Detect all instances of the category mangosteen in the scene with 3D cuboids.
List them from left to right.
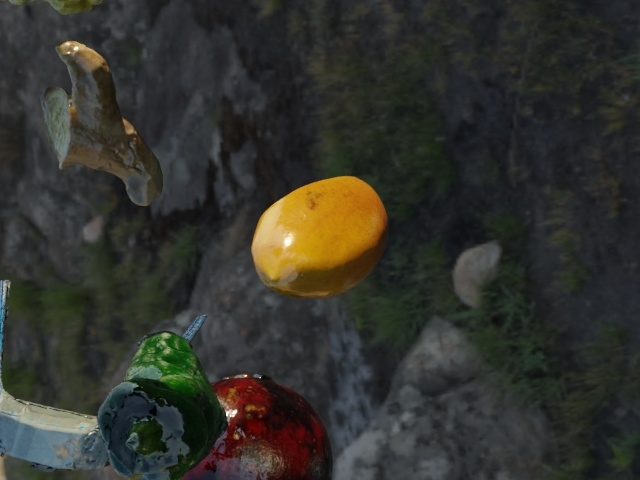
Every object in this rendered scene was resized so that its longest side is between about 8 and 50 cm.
[{"bbox_3d":[-0.127,0.365,1.657,0.311,0.311,0.311,26,120,59],"label":"mangosteen"}]

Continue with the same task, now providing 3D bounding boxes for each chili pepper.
[{"bbox_3d":[-0.154,0.170,1.028,0.270,0.099,0.136,-130,22,-87],"label":"chili pepper"}]

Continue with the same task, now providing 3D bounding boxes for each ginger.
[{"bbox_3d":[-0.116,-0.052,0.525,0.030,0.048,0.097,-92,-19,-57],"label":"ginger"}]

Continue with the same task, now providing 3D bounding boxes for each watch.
[{"bbox_3d":[-0.263,0.163,1.237,0.274,0.276,0.068,-111,36,-57],"label":"watch"}]

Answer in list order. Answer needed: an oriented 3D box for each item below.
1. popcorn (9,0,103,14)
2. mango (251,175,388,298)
[{"bbox_3d":[-0.287,-0.329,1.105,0.186,0.167,0.187,9,82,29],"label":"popcorn"},{"bbox_3d":[0.000,0.000,1.370,0.154,0.252,0.126,43,125,8],"label":"mango"}]
